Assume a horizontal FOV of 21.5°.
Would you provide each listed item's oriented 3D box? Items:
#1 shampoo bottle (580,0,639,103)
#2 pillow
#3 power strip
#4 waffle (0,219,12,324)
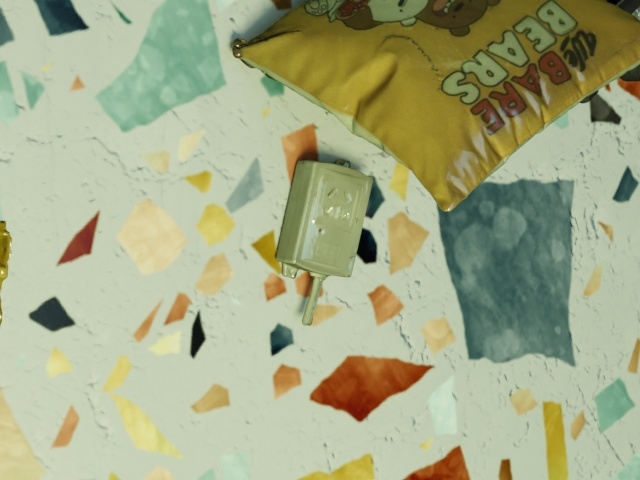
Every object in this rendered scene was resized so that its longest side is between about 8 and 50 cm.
[{"bbox_3d":[0.381,-0.263,1.894,0.309,0.071,0.098,-44,115,-18],"label":"shampoo bottle"},{"bbox_3d":[0.126,-0.190,1.640,0.310,0.312,0.119,-36,147,-25],"label":"pillow"},{"bbox_3d":[0.000,0.000,1.705,0.075,0.042,0.175,13,86,-31],"label":"power strip"},{"bbox_3d":[-0.392,0.082,1.477,0.219,0.057,0.229,8,90,-30],"label":"waffle"}]
